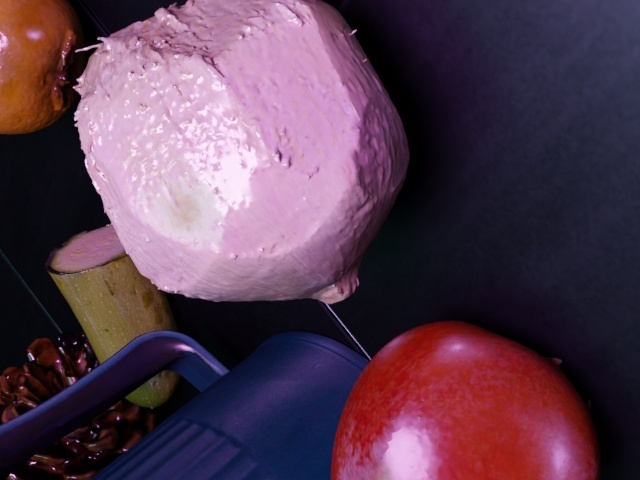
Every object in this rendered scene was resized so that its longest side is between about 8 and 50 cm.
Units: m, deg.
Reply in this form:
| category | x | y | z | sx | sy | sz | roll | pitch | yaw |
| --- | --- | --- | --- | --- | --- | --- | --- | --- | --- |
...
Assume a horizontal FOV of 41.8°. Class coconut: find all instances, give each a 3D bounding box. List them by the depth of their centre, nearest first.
| category | x | y | z | sx | sy | sz | roll | pitch | yaw |
| --- | --- | --- | --- | --- | --- | --- | --- | --- | --- |
| coconut | -0.037 | -0.046 | 0.493 | 0.194 | 0.194 | 0.194 | 27 | 134 | 32 |

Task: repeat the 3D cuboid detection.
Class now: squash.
| category | x | y | z | sx | sy | sz | roll | pitch | yaw |
| --- | --- | --- | --- | --- | --- | --- | --- | --- | --- |
| squash | -0.187 | 0.082 | 0.826 | 0.095 | 0.095 | 0.188 | 11 | 128 | 43 |

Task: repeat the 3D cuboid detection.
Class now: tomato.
| category | x | y | z | sx | sy | sz | roll | pitch | yaw |
| --- | --- | --- | --- | --- | --- | --- | --- | --- | --- |
| tomato | 0.078 | 0.136 | 0.522 | 0.167 | 0.167 | 0.167 | 27 | 134 | 32 |

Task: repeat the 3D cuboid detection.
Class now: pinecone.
| category | x | y | z | sx | sy | sz | roll | pitch | yaw |
| --- | --- | --- | --- | --- | --- | --- | --- | --- | --- |
| pinecone | -0.283 | 0.235 | 0.936 | 0.224 | 0.224 | 0.272 | 35 | 134 | 26 |

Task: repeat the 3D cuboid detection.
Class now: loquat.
| category | x | y | z | sx | sy | sz | roll | pitch | yaw |
| --- | --- | --- | --- | --- | --- | --- | --- | --- | --- |
| loquat | -0.262 | -0.156 | 0.696 | 0.141 | 0.141 | 0.141 | 27 | 134 | 32 |

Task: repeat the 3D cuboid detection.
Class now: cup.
| category | x | y | z | sx | sy | sz | roll | pitch | yaw |
| --- | --- | --- | --- | --- | --- | --- | --- | --- | --- |
| cup | -0.086 | 0.221 | 0.644 | 0.308 | 0.292 | 0.242 | 57 | 143 | -2 |
